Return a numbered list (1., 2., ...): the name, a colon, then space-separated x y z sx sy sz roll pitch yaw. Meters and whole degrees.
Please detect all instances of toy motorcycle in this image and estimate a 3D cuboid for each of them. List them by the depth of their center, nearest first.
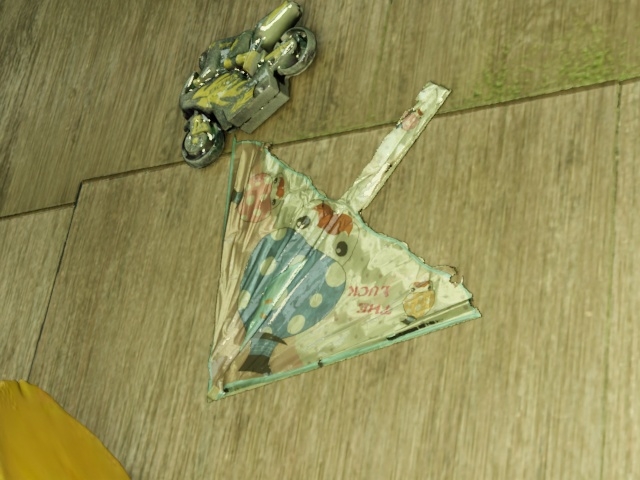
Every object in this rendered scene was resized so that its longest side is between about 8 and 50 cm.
1. toy motorcycle: -0.085 -0.168 1.451 0.193 0.061 0.124 -44 48 17

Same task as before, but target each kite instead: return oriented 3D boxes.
1. kite: 0.000 0.000 1.312 0.368 0.014 0.406 -54 44 0

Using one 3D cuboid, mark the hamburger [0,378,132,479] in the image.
1. hamburger: -0.258 0.315 1.052 0.277 0.396 0.396 -32 47 2
